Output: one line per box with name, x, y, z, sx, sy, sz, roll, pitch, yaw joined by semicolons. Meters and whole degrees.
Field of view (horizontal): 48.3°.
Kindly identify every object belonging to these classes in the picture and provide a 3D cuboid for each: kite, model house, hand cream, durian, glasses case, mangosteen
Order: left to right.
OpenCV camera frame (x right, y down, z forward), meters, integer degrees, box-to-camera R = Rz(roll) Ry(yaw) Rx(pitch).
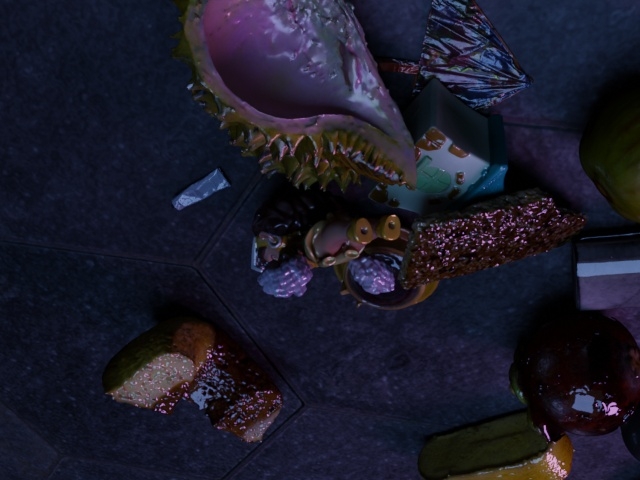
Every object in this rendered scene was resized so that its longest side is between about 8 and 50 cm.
hand cream;-0.159;-0.066;0.934;0.093;0.019;0.030;-26;118;22
durian;-0.049;-0.151;0.751;0.305;0.185;0.196;51;158;-14
kite;0.134;-0.176;0.776;0.189;0.009;0.232;10;130;5
model house;0.146;-0.080;0.790;0.149;0.100;0.127;26;133;-18
mangosteen;0.324;0.177;0.927;0.166;0.166;0.180;36;137;-17
glasses case;0.457;0.033;0.844;0.300;0.060;0.114;-5;132;17

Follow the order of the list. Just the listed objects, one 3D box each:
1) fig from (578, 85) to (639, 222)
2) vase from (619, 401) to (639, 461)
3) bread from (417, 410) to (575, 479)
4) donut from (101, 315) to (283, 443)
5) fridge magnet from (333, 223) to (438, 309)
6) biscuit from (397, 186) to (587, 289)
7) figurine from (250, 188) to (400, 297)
fig;0.353;-0.110;0.714;0.142;0.148;0.186;35;90;1
vase;0.430;0.236;0.995;0.183;0.120;0.120;23;132;13
bread;0.274;0.346;1.121;0.246;0.102;0.094;-25;118;27
donut;-0.177;0.189;1.076;0.112;0.151;0.295;-40;132;18
fridge magnet;0.085;0.037;0.930;0.143;0.063;0.143;9;131;10
biscuit;0.204;-0.008;0.801;0.237;0.026;0.131;-14;150;-13
figurine;-0.001;-0.001;0.829;0.175;0.240;0.115;0;98;-30
